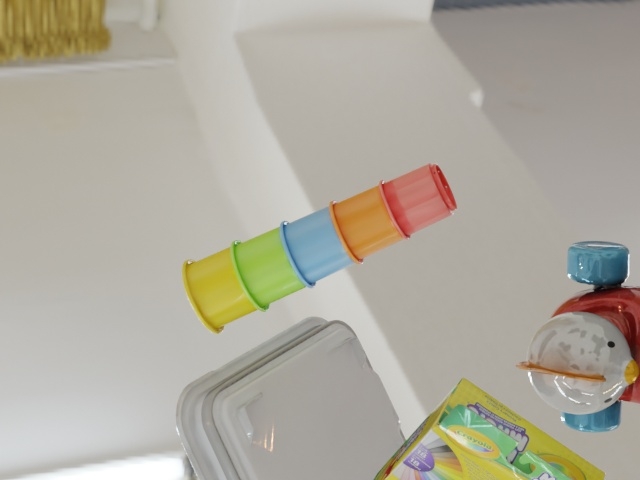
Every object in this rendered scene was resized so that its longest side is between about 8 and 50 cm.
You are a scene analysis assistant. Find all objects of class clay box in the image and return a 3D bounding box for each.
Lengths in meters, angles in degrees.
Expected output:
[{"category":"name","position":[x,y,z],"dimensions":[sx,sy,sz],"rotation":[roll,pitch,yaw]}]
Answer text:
[{"category":"clay box","position":[0.121,0.190,0.942],"dimensions":[0.127,0.222,0.053],"rotation":[34,-127,3]}]

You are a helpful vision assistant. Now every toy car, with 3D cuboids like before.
[{"category":"toy car","position":[0.318,0.132,1.354],"dimensions":[0.210,0.219,0.238],"rotation":[9,-166,34]}]

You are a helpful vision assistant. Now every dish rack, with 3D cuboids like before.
[{"category":"dish rack","position":[-0.005,0.252,1.509],"dimensions":[0.333,0.072,0.285],"rotation":[-27,-89,-52]}]

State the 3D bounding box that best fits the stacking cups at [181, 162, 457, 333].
[{"category":"stacking cups","position":[0.000,0.000,1.405],"dimensions":[0.316,0.096,0.096],"rotation":[-26,-139,10]}]
